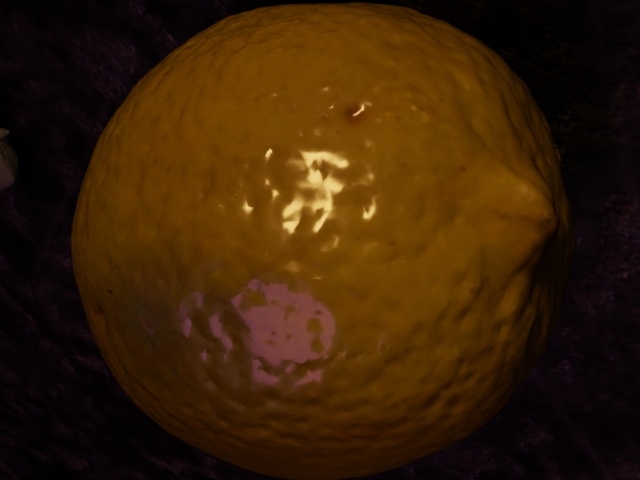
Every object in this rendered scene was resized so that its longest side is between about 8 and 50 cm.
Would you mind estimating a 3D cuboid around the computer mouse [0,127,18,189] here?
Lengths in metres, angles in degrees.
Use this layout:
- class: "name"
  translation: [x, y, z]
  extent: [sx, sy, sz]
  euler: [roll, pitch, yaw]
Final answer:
- class: "computer mouse"
  translation: [-0.293, -0.061, 1.130]
  extent: [0.181, 0.056, 0.089]
  euler: [-4, 140, 45]

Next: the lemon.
- class: "lemon"
  translation: [0.000, 0.000, 0.764]
  extent: [0.267, 0.267, 0.267]
  euler: [22, 150, 14]
